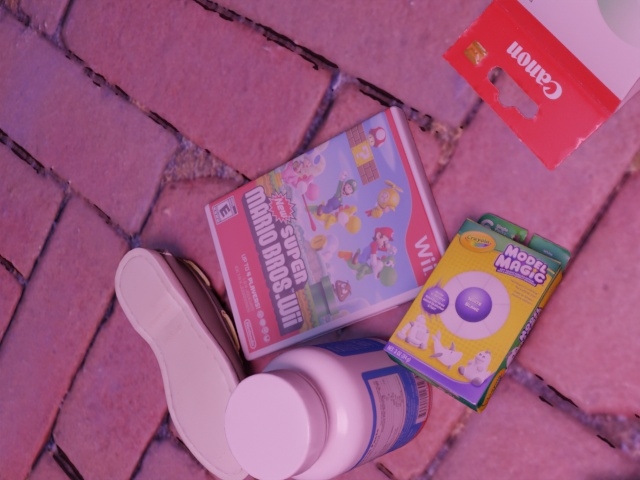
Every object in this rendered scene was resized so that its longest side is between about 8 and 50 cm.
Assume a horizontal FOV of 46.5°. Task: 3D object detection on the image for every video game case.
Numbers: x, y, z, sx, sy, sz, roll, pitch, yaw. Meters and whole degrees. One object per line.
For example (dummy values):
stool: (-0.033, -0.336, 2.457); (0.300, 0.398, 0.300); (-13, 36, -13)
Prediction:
video game case: (0.000, 0.000, 0.852); (0.285, 0.025, 0.204); (-24, 75, 29)

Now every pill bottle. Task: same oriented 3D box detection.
pill bottle: (0.010, 0.161, 0.721); (0.124, 0.221, 0.124); (-2, 86, 32)

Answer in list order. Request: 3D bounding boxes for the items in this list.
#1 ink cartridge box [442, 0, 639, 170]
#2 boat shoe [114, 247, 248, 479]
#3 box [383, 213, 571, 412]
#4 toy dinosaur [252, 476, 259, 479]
ink cartridge box: (0.237, -0.207, 0.698); (0.225, 0.056, 0.181); (-45, 66, 20)
boat shoe: (-0.141, 0.139, 0.895); (0.109, 0.091, 0.305); (-41, 68, 23)
box: (0.152, 0.059, 0.710); (0.105, 0.043, 0.179); (28, 76, 27)
toy dinosaur: (-0.049, 0.292, 0.861); (0.082, 0.047, 0.090); (-12, 70, 13)
